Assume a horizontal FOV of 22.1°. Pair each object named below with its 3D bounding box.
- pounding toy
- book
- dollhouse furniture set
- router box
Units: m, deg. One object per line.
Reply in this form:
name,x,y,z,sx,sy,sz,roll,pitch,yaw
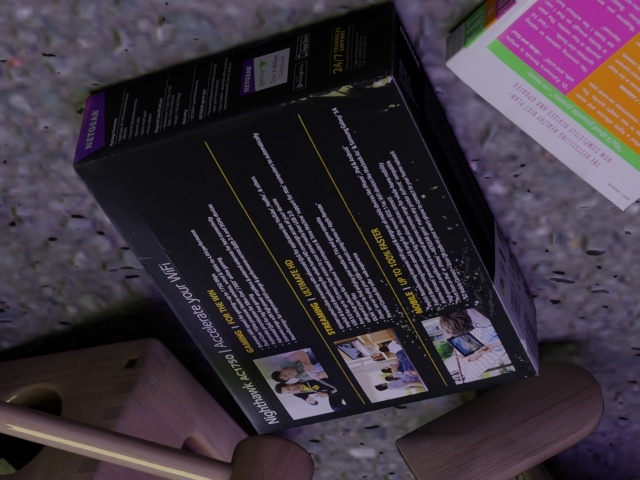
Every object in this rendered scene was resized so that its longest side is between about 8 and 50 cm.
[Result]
pounding toy,-0.080,0.093,0.716,0.206,0.094,0.181,-11,132,35
book,0.128,-0.085,0.589,0.096,0.035,0.144,34,128,-23
dollhouse furniture set,0.171,0.185,0.732,0.161,0.242,0.212,-27,136,-7
router box,0.000,0.000,0.671,0.133,0.046,0.179,-14,132,18
